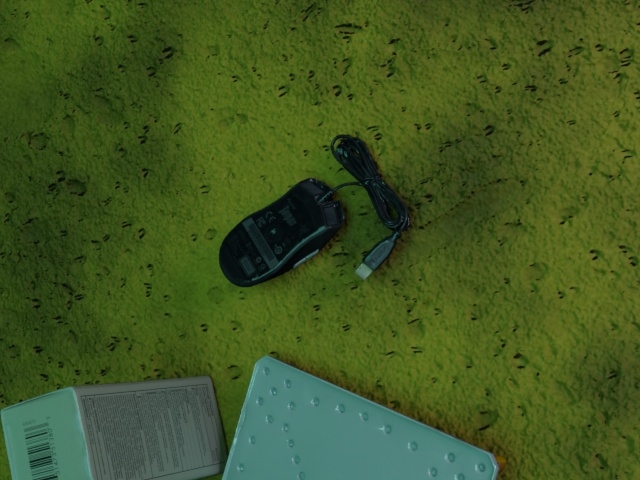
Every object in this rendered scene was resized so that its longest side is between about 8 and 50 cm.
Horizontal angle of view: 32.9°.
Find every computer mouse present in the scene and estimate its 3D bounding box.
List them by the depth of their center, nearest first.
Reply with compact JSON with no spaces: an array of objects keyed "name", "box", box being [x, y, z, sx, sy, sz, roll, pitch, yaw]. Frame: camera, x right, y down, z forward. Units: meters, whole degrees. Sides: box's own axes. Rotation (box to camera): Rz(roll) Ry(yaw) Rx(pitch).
[{"name":"computer mouse","box":[0.000,0.000,1.468,0.262,0.060,0.184,-41,65,5]}]

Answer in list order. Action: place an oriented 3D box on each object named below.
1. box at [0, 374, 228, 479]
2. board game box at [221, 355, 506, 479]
[{"name":"box","box":[-0.258,0.265,1.427,0.121,0.311,0.147,-19,77,24]},{"name":"board game box","box":[0.020,0.389,1.383,0.390,0.050,0.389,18,94,39]}]
